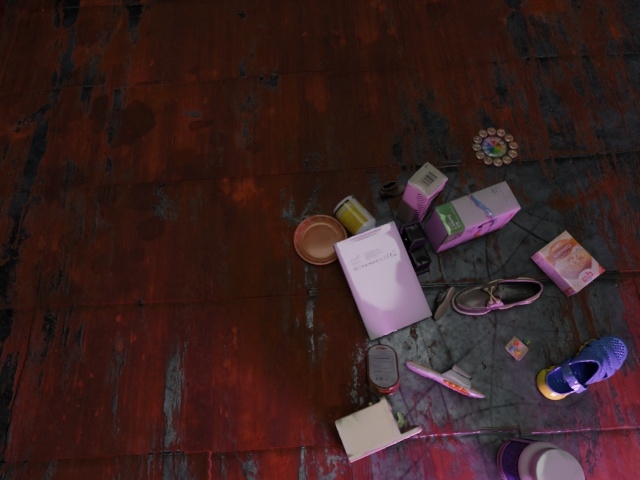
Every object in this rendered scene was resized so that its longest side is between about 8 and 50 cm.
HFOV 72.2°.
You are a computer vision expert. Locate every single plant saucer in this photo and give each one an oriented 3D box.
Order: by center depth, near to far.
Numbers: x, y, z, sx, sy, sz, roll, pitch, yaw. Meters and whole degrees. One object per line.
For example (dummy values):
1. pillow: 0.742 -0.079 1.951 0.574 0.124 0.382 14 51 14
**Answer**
1. plant saucer: 0.000 0.000 1.644 0.200 0.037 0.200 0 68 1

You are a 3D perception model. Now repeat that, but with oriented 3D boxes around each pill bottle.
1. pill bottle: 0.620 0.650 1.248 0.153 0.264 0.153 -1 69 2
2. pill bottle: 0.141 -0.071 1.628 0.103 0.103 0.184 -39 77 -12

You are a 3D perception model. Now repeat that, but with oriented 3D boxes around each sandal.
1. sandal: 0.861 0.406 1.406 0.317 0.138 0.126 -29 69 -11
2. sandal: 0.413 0.431 1.428 0.265 0.102 0.076 23 74 12

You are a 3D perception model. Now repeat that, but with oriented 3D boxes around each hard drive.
1. hard drive: 0.214 0.137 1.530 0.233 0.047 0.353 -21 84 -6

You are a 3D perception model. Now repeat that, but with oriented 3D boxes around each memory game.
1. memory game: 0.709 -0.382 1.782 0.186 0.012 0.186 -1 69 2

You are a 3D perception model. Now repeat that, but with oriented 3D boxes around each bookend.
1. bookend: 0.336 0.030 1.557 0.072 0.156 0.157 -20 70 -6

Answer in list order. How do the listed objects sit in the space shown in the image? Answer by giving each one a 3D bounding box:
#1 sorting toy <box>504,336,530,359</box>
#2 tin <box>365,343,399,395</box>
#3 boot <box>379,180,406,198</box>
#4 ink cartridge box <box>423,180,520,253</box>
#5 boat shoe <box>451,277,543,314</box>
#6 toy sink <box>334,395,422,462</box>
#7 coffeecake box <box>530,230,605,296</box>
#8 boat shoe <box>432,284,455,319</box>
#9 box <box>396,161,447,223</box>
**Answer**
1. sorting toy: 0.677 0.357 1.495 0.062 0.012 0.083 42 76 16
2. tin: 0.201 0.414 1.423 0.106 0.040 0.189 5 34 0
3. boot: 0.281 -0.201 1.685 0.118 0.087 0.042 -26 68 -8
4. ink cartridge box: 0.533 -0.078 1.567 0.278 0.201 0.117 -20 70 -6
5. boat shoe: 0.612 0.187 1.521 0.305 0.091 0.109 -9 69 -2
6. toy sink: 0.171 0.567 1.357 0.234 0.153 0.131 -21 69 -5
7. coffeecake box: 0.880 0.082 1.566 0.142 0.068 0.185 -34 72 -12
8. boat shoe: 0.426 0.217 1.544 0.042 0.049 0.133 21 77 44
9. box: 0.354 -0.151 1.562 0.094 0.275 0.113 42 76 16
